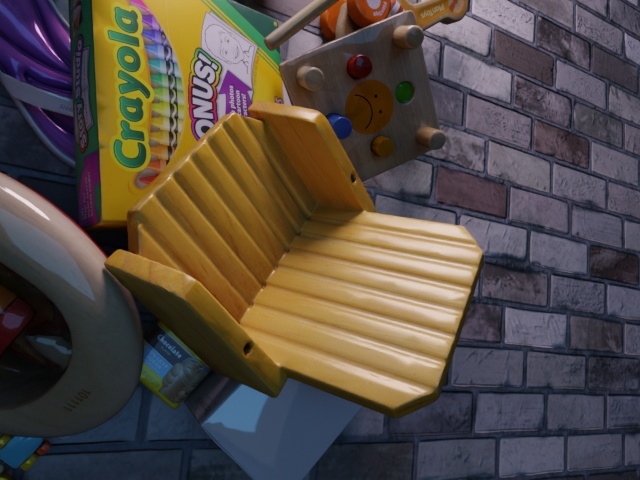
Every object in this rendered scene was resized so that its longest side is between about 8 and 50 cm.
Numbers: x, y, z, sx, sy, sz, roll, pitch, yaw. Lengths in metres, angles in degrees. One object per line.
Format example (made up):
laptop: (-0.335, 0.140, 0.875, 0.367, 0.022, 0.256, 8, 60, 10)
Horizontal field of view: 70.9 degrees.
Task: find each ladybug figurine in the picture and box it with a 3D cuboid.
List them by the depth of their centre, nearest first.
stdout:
ladybug figurine: (-0.415, 0.054, 0.555, 0.305, 0.162, 0.449, -41, 107, 9)

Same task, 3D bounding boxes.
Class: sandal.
sandal: (-0.383, -0.244, 0.664, 0.416, 0.102, 0.169, 48, 68, -14)

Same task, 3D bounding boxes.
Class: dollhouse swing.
dollhouse swing: (0.000, 0.000, 0.585, 0.315, 0.304, 0.347, 57, 50, -32)

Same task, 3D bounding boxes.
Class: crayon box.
crayon box: (-0.200, -0.198, 0.693, 0.312, 0.106, 0.364, -1, 86, -47)

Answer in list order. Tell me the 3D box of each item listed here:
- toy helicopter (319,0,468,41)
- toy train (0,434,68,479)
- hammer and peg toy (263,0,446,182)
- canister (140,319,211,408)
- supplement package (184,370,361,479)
toy helicopter: (0.187, -0.436, 0.941, 0.354, 0.140, 0.235, -33, 109, -22)
toy train: (-0.400, 0.329, 0.633, 0.125, 0.046, 0.167, 9, 84, -26)
hammer and peg toy: (0.059, -0.282, 0.788, 0.265, 0.127, 0.362, -26, 118, -6)
canister: (-0.213, 0.164, 0.723, 0.126, 0.073, 0.170, 47, 69, -14)
supplement package: (-0.048, 0.224, 0.738, 0.293, 0.177, 0.175, -44, 103, -24)
